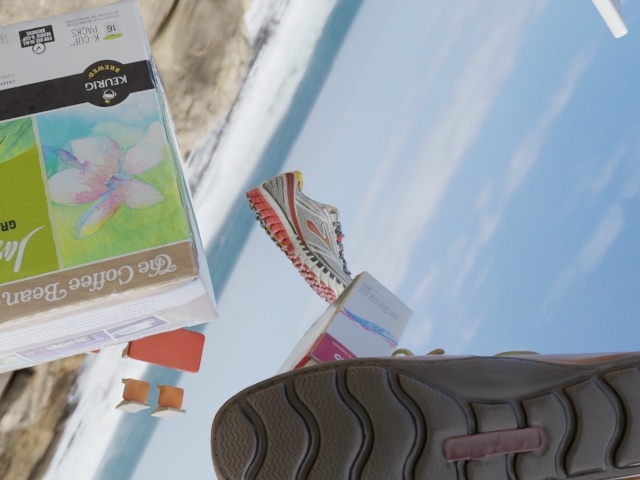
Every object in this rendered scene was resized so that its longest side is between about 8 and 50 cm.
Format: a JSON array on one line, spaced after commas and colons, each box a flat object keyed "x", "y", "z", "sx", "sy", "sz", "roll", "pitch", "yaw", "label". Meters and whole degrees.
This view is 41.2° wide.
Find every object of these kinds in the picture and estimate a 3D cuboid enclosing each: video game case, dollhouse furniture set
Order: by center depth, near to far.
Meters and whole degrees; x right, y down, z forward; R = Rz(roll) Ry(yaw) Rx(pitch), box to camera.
[{"x": 0.362, "y": -0.395, "z": 1.173, "sx": 0.022, "sy": 0.190, "sz": 0.173, "roll": -26, "pitch": -142, "yaw": 31, "label": "video game case"}, {"x": -0.347, "y": 0.192, "z": 1.649, "sx": 0.135, "sy": 0.259, "sz": 0.261, "roll": -25, "pitch": -127, "yaw": 55, "label": "dollhouse furniture set"}]

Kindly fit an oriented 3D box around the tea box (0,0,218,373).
[{"x": -0.311, "y": -0.043, "z": 0.928, "sx": 0.220, "sy": 0.329, "sz": 0.323, "roll": 96, "pitch": -22, "yaw": -73, "label": "tea box"}]

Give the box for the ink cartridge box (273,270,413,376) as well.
[{"x": 0.010, "y": 0.125, "z": 0.834, "sx": 0.127, "sy": 0.072, "sz": 0.175, "roll": -50, "pitch": 180, "yaw": 31, "label": "ink cartridge box"}]

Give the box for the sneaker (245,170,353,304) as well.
[{"x": 0.000, "y": 0.000, "z": 1.099, "sx": 0.093, "sy": 0.225, "sz": 0.088, "roll": -36, "pitch": 167, "yaw": -8, "label": "sneaker"}]

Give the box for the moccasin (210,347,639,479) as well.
[{"x": 0.104, "y": 0.146, "z": 0.678, "sx": 0.147, "sy": 0.380, "sz": 0.139, "roll": 119, "pitch": -39, "yaw": -75, "label": "moccasin"}]
